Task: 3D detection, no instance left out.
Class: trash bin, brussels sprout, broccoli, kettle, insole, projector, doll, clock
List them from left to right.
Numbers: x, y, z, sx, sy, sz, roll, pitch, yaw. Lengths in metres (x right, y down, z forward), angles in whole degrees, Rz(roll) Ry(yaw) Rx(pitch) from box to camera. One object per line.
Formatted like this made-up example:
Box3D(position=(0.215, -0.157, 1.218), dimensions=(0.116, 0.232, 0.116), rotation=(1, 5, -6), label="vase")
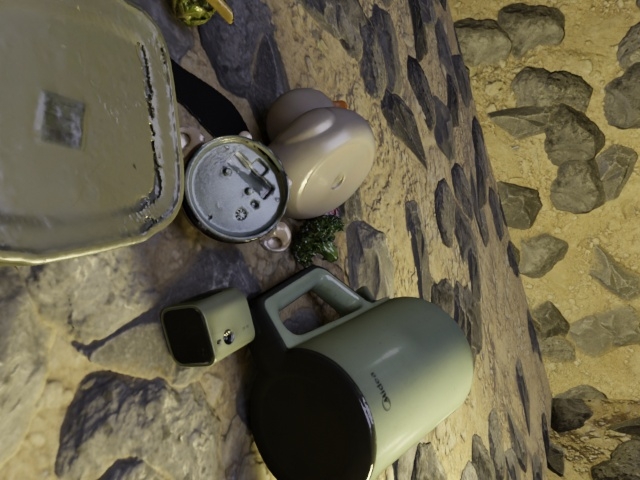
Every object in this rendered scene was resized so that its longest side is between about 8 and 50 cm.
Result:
Box3D(position=(-0.252, -0.076, 0.361), dimensions=(0.220, 0.250, 0.219), rotation=(-22, 110, -56), label="trash bin")
Box3D(position=(-0.198, -0.363, 0.747), dimensions=(0.085, 0.058, 0.085), rotation=(28, 47, -35), label="brussels sprout")
Box3D(position=(-0.191, -0.221, 0.763), dimensions=(0.253, 0.005, 0.086), rotation=(36, 51, -48), label="insole")
Box3D(position=(-0.149, 0.115, 0.656), dimensions=(0.082, 0.083, 0.083), rotation=(-22, 99, -57), label="projector")
Box3D(position=(-0.121, -0.072, 0.697), dimensions=(0.155, 0.063, 0.229), rotation=(-44, 105, -13), label="clock")
Box3D(position=(-0.030, -0.165, 0.855), dimensions=(0.251, 0.221, 0.221), rotation=(-40, 120, -18), label="doll")
Box3D(position=(0.000, 0.000, 0.921), dimensions=(0.092, 0.095, 0.097), rotation=(50, 33, -19), label="broccoli")
Box3D(position=(0.056, 0.203, 0.844), dimensions=(0.377, 0.250, 0.361), rotation=(-8, 67, -55), label="kettle")

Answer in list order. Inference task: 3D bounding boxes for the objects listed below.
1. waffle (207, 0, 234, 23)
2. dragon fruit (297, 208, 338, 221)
Box3D(position=(-0.167, -0.404, 0.718), dimensions=(0.153, 0.023, 0.097), rotation=(38, 63, -25), label="waffle")
Box3D(position=(-0.009, -0.100, 0.955), dimensions=(0.097, 0.063, 0.131), rotation=(-6, 86, -58), label="dragon fruit")
